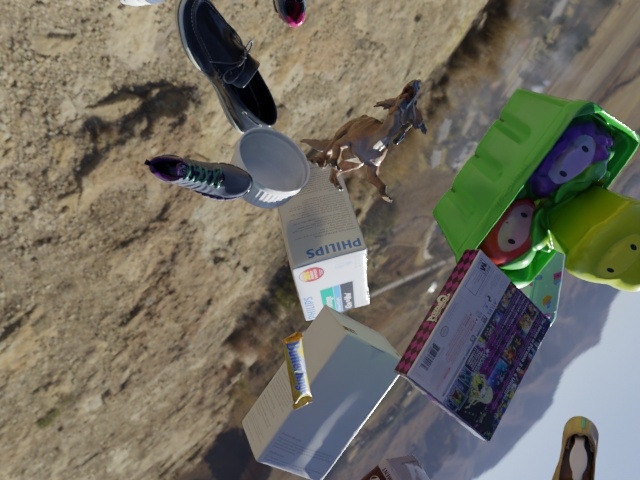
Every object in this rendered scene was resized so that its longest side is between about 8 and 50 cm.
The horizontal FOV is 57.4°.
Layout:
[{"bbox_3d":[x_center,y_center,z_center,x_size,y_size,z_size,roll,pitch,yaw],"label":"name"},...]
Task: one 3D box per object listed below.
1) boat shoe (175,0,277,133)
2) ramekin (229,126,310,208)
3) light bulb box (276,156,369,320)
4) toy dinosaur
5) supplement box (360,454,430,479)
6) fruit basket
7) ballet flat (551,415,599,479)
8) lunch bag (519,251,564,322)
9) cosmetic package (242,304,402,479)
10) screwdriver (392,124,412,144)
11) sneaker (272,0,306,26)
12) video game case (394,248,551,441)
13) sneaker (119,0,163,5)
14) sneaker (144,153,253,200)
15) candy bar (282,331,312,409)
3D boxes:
[{"bbox_3d":[-0.271,-0.536,1.791,0.187,0.155,0.500,-59,141,-30],"label":"boat shoe"},{"bbox_3d":[-0.141,-0.181,1.524,0.207,0.207,0.109,-26,167,-43],"label":"ramekin"},{"bbox_3d":[0.000,0.000,1.845,0.225,0.361,0.358,-14,148,-3],"label":"light bulb box"},{"bbox_3d":[0.089,-0.198,1.103,0.127,0.295,0.200,35,81,-31],"label":"toy dinosaur"},{"bbox_3d":[0.046,0.375,0.678,0.239,0.130,0.073,-48,145,18],"label":"supplement box"},{"bbox_3d":[0.444,-0.047,1.064,0.282,0.392,0.392,12,121,-41],"label":"fruit basket"},{"bbox_3d":[0.464,0.442,1.073,0.073,0.080,0.233,-8,100,-66],"label":"ballet flat"},{"bbox_3d":[0.518,0.078,1.529,0.107,0.224,0.280,-3,102,-22],"label":"lunch bag"},{"bbox_3d":[0.006,0.380,1.449,0.217,0.156,0.385,33,95,-30],"label":"cosmetic package"},{"bbox_3d":[0.265,-0.346,1.816,0.024,0.025,0.170,-35,-166,49],"label":"screwdriver"},{"bbox_3d":[-0.086,-0.760,1.653,0.120,0.112,0.299,-17,130,-7],"label":"sneaker"},{"bbox_3d":[0.250,0.166,0.930,0.232,0.210,0.041,-56,-156,-15],"label":"video game case"},{"bbox_3d":[-0.329,-0.591,1.057,0.236,0.323,0.130,-16,176,19],"label":"sneaker"},{"bbox_3d":[-0.258,-0.133,1.240,0.098,0.223,0.083,-63,162,-85],"label":"sneaker"},{"bbox_3d":[-0.040,0.224,1.006,0.040,0.018,0.162,-21,122,-23],"label":"candy bar"}]
